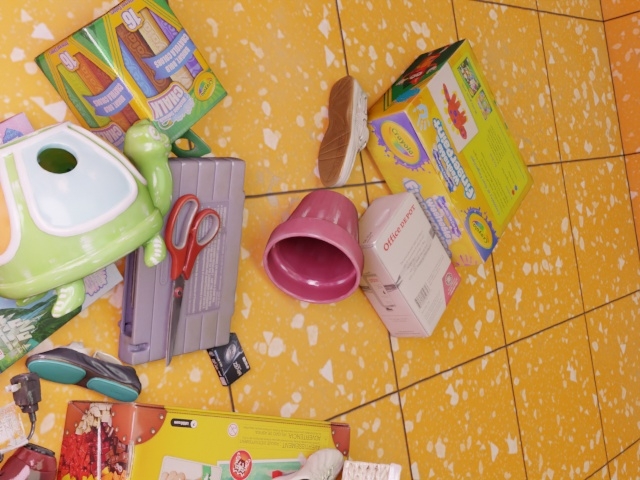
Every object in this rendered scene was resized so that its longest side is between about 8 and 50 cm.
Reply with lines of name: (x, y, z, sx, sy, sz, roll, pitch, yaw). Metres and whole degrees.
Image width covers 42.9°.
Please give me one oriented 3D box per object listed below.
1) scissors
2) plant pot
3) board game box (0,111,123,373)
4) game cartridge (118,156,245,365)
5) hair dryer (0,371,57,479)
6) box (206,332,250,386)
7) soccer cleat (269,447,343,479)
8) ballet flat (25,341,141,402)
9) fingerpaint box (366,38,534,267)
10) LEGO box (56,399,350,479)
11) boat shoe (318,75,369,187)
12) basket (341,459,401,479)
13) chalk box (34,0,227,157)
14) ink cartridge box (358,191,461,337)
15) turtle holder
scissors: (-0.250, 0.068, 1.388, 0.109, 0.021, 0.297, 21, 88, -52)
plant pot: (0.000, 0.000, 1.677, 0.201, 0.201, 0.180, 50, 37, -29)
board game box: (-0.501, 0.016, 1.229, 0.318, 0.066, 0.318, -44, 115, -41)
game cartridge: (-0.241, 0.029, 1.438, 0.230, 0.068, 0.354, -8, 109, -51)
hair dryer: (-0.491, 0.346, 1.176, 0.224, 0.080, 0.293, -19, 107, -39)
box: (-0.176, 0.229, 1.570, 0.067, 0.018, 0.083, -33, 108, -43)
soccer cleat: (-0.016, 0.410, 1.388, 0.196, 0.076, 0.068, -13, 93, -47)
ballet flat: (-0.384, 0.207, 1.331, 0.203, 0.074, 0.074, 27, 65, -34)
fingerpaint box: (0.326, -0.214, 2.055, 0.371, 0.163, 0.444, -51, 119, -39)
LEGO box: (-0.188, 0.481, 1.393, 0.500, 0.193, 0.372, 18, 71, -43)
boat shoe: (0.067, -0.235, 1.836, 0.096, 0.098, 0.277, 28, 63, -39)
basket: (0.081, 0.475, 1.434, 0.113, 0.103, 0.167, 80, 18, -69)
chalk box: (-0.301, -0.249, 1.388, 0.289, 0.180, 0.179, 57, 48, -20)
ink cartridge box: (0.191, 0.057, 1.906, 0.283, 0.117, 0.207, 57, 49, -25)
turtle holder: (-0.340, -0.055, 1.161, 0.320, 0.243, 0.227, -26, 107, -13)
